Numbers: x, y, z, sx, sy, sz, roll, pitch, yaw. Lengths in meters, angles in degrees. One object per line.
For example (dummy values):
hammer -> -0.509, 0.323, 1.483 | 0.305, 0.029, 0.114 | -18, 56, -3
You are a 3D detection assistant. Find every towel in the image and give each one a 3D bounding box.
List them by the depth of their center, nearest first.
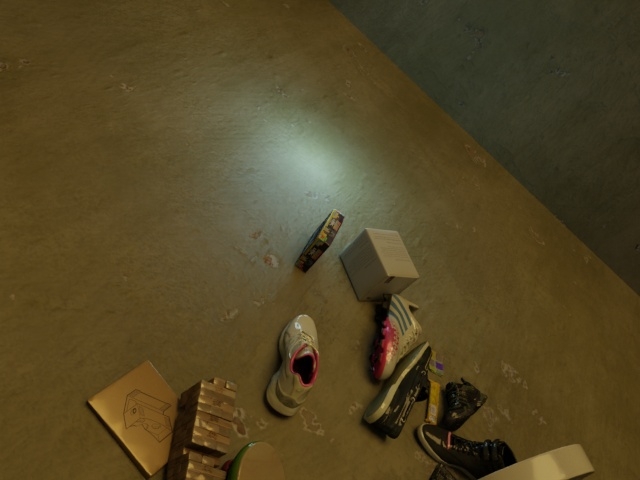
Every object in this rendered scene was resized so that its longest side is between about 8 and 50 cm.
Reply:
towel -> 0.365, 0.385, 1.939 | 0.060, 0.009, 0.083 | 32, 38, -16

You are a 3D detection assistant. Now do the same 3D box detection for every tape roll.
tape roll -> 0.478, 0.612, 1.512 | 0.391, 0.392, 0.072 | 6, 49, -38

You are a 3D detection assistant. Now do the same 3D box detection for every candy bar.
candy bar -> 0.332, 0.477, 1.813 | 0.040, 0.018, 0.161 | 31, 39, -9

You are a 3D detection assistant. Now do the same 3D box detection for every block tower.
block tower -> -0.247, 0.447, 1.234 | 0.091, 0.097, 0.336 | 29, 42, -28

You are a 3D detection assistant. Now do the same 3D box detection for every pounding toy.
pounding toy -> -0.154, 0.538, 1.270 | 0.183, 0.110, 0.237 | -37, 111, -63

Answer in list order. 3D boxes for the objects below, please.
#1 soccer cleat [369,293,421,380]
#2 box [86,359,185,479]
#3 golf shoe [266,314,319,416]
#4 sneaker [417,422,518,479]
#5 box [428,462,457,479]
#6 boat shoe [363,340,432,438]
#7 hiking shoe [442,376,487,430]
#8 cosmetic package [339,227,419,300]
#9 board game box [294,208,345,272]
soccer cleat -> 0.234, 0.284, 1.817 | 0.143, 0.116, 0.331 | 19, 39, -4
box -> -0.363, 0.371, 1.287 | 0.201, 0.021, 0.164 | 49, 37, 7
golf shoe -> -0.043, 0.293, 1.555 | 0.115, 0.140, 0.306 | 29, 38, -15
sneaker -> 0.415, 0.571, 1.691 | 0.295, 0.147, 0.105 | 35, 39, -8
box -> 0.326, 0.648, 1.641 | 0.067, 0.018, 0.083 | 47, 37, 5
boat shoe -> 0.246, 0.415, 1.707 | 0.113, 0.127, 0.340 | 46, 39, 2
hiking shoe -> 0.405, 0.486, 1.835 | 0.114, 0.086, 0.226 | 43, 29, 23
cosmetic package -> 0.186, 0.080, 1.957 | 0.151, 0.151, 0.184 | 4, 52, -40
board game box -> 0.000, 0.000, 1.875 | 0.048, 0.141, 0.170 | 38, 38, -6
